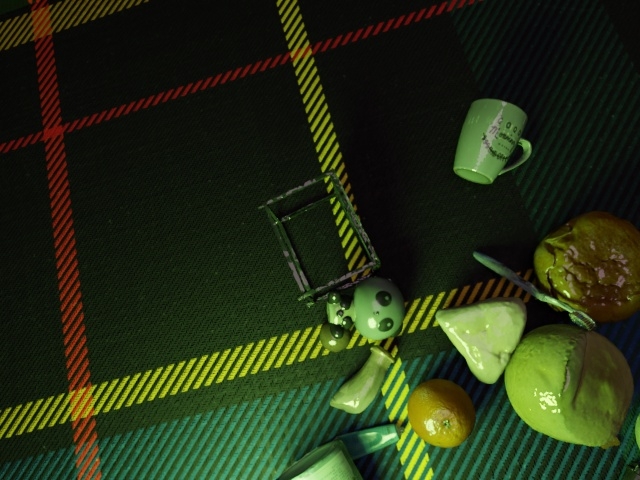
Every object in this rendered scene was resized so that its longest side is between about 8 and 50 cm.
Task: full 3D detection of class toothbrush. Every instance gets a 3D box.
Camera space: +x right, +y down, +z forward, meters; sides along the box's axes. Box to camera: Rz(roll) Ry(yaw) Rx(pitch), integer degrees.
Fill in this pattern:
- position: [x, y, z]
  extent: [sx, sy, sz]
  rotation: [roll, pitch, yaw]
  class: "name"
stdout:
- position: [0.622, 0.138, 1.306]
  extent: [0.042, 0.035, 0.413]
  rotation: [-19, 38, -27]
  class: "toothbrush"

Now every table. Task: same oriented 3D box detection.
- position: [0.000, 0.000, 1.421]
  extent: [0.272, 0.222, 0.335]
  rotation: [-25, 74, 1]
  class: "table"

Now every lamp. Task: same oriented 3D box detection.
- position: [0.144, 0.214, 1.362]
  extent: [0.243, 0.198, 0.198]
  rotation: [-4, 76, -11]
  class: "lamp"

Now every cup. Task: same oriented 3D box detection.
- position: [0.579, -0.303, 1.445]
  extent: [0.258, 0.186, 0.234]
  rotation: [21, 89, -15]
  class: "cup"

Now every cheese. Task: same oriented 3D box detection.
- position: [0.511, 0.278, 1.307]
  extent: [0.247, 0.173, 0.251]
  rotation: [-28, 74, 10]
  class: "cheese"

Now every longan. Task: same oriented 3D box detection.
- position: [0.048, 0.303, 1.413]
  extent: [0.113, 0.092, 0.113]
  rotation: [-9, 55, 13]
  class: "longan"

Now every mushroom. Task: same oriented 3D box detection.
- position: [0.139, 0.447, 1.366]
  extent: [0.096, 0.108, 0.247]
  rotation: [40, 87, -26]
  class: "mushroom"

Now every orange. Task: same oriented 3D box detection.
- position: [0.351, 0.501, 1.268]
  extent: [0.206, 0.206, 0.206]
  rotation: [-2, 77, 8]
  class: "orange"

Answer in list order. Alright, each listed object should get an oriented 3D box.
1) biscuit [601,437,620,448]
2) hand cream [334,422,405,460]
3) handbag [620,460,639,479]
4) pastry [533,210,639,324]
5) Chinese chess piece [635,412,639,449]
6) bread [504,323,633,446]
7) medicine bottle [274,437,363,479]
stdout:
- position: [0.834, 0.562, 1.277]
  extent: [0.082, 0.016, 0.092]
  rotation: [6, 80, 10]
  class: "biscuit"
- position: [0.155, 0.623, 1.354]
  extent: [0.224, 0.048, 0.083]
  rotation: [-22, 75, 9]
  class: "hand cream"
- position: [0.928, 0.765, 1.184]
  extent: [0.246, 0.080, 0.223]
  rotation: [30, 83, 13]
  class: "handbag"
- position: [0.823, 0.080, 1.314]
  extent: [0.355, 0.164, 0.356]
  rotation: [-2, 75, 6]
  class: "pastry"
- position: [1.012, 0.551, 1.215]
  extent: [0.237, 0.092, 0.238]
  rotation: [-2, 78, 9]
  class: "Chinese chess piece"
- position: [0.689, 0.396, 1.228]
  extent: [0.320, 0.237, 0.321]
  rotation: [0, 90, -12]
  class: "bread"
- position: [0.032, 0.761, 1.237]
  extent: [0.245, 0.245, 0.290]
  rotation: [-33, 77, 0]
  class: "medicine bottle"
